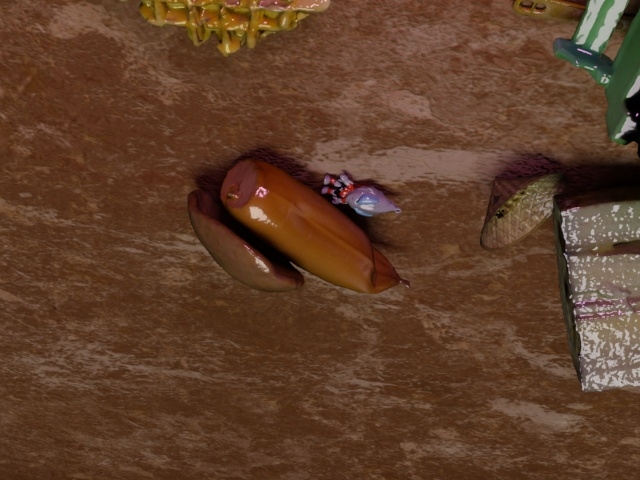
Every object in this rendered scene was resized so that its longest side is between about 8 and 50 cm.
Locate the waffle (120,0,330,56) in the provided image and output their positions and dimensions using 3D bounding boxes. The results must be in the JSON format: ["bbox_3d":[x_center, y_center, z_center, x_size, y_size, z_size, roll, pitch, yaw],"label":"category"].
[{"bbox_3d":[-0.118,-0.304,1.393,0.250,0.056,0.261,33,144,-33],"label":"waffle"}]

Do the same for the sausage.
[{"bbox_3d":[0.000,-0.003,1.813,0.112,0.112,0.328,-21,137,41],"label":"sausage"}]

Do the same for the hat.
[{"bbox_3d":[0.251,-0.059,1.703,0.146,0.067,0.146,-29,152,-17],"label":"hat"}]

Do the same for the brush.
[{"bbox_3d":[0.319,-0.240,1.418,0.218,0.010,0.082,12,150,-4],"label":"brush"}]

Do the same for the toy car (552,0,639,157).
[{"bbox_3d":[0.443,-0.177,1.334,0.359,0.176,0.213,7,131,-11],"label":"toy car"}]

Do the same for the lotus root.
[{"bbox_3d":[0.447,0.036,1.697,0.260,0.149,0.267,-10,111,5],"label":"lotus root"}]

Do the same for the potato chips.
[{"bbox_3d":[-0.115,0.011,1.801,0.208,0.062,0.195,38,-172,7],"label":"potato chips"}]

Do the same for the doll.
[{"bbox_3d":[0.057,-0.058,1.772,0.114,0.039,0.057,20,115,2],"label":"doll"}]
